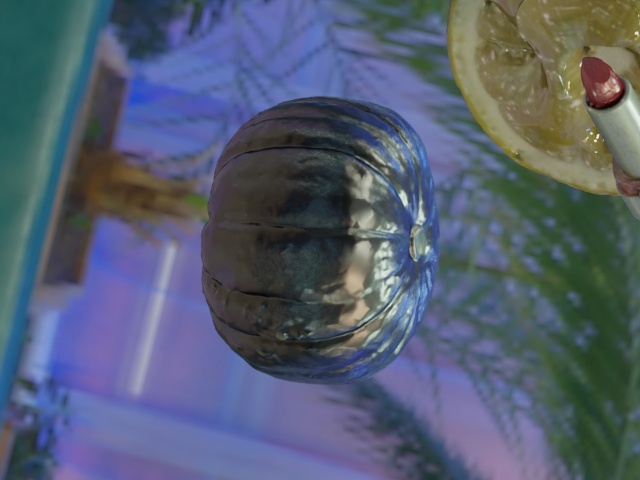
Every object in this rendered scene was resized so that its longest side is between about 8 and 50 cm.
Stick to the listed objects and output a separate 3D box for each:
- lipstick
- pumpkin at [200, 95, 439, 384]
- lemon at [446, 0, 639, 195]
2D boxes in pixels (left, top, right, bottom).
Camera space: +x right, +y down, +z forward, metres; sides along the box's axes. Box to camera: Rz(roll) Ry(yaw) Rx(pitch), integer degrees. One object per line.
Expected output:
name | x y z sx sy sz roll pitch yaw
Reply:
lipstick | 0.260 -0.091 1.670 0.186 0.063 0.057 50 31 -43
pumpkin | 0.000 0.000 2.439 0.363 0.266 0.363 7 90 -70
lemon | 0.307 -0.245 1.896 0.364 0.364 0.364 13 90 -86
